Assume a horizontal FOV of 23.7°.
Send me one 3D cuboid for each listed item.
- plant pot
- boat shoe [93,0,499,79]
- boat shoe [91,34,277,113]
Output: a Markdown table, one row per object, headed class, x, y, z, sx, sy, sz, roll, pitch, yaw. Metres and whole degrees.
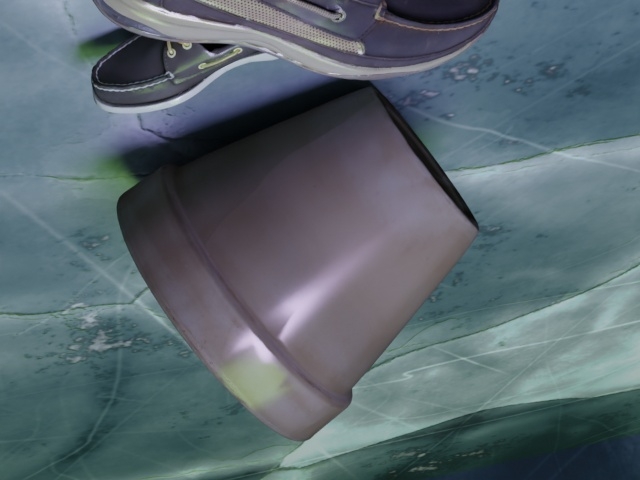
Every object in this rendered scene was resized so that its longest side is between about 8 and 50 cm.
| class | x | y | z | sx | sy | sz | roll | pitch | yaw |
| --- | --- | --- | --- | --- | --- | --- | --- | --- | --- |
| plant pot | 0.000 | 0.000 | 1.571 | 0.280 | 0.323 | 0.323 | -36 | 150 | 9 |
| boat shoe | -0.002 | -0.213 | 1.182 | 0.355 | 0.132 | 0.130 | 0 | 154 | -27 |
| boat shoe | -0.106 | -0.184 | 1.364 | 0.228 | 0.081 | 0.068 | -22 | 151 | 0 |
